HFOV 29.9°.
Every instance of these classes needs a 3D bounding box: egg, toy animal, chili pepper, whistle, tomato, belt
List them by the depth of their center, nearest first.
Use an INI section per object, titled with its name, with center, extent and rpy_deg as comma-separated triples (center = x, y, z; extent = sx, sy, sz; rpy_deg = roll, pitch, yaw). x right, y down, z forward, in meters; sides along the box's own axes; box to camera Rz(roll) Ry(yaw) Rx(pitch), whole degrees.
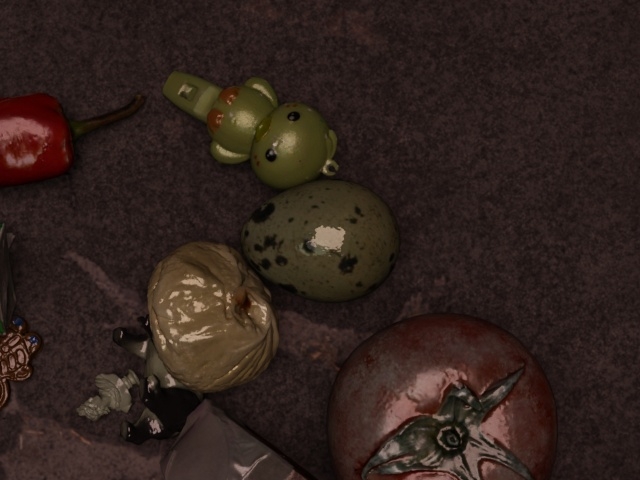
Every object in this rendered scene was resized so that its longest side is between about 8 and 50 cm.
[tomato]
center = 0.163, 0.252, 1.614
extent = 0.317, 0.282, 0.316
rpy_deg = 0, 85, -2
[belt]
center = -0.059, 0.359, 1.624
extent = 0.339, 0.217, 0.122
rpy_deg = 34, 83, 19
[egg]
center = 0.000, 0.000, 1.695
extent = 0.228, 0.177, 0.177
rpy_deg = 3, 82, -6
[toy animal]
center = -0.222, 0.173, 1.706
extent = 0.121, 0.094, 0.225
rpy_deg = 7, 70, -41
[chili pepper]
center = -0.424, -0.146, 1.732
extent = 0.338, 0.131, 0.134
rpy_deg = -4, 92, -4
[whistle]
center = -0.104, -0.169, 1.740
extent = 0.294, 0.141, 0.141
rpy_deg = 28, 83, 3

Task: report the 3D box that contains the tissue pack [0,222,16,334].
[tissue pack]
center = -0.547, 0.041, 1.708
extent = 0.209, 0.156, 0.148
rpy_deg = -1, 118, -3

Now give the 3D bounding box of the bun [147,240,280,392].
[bun]
center = -0.141, 0.098, 1.656
extent = 0.134, 0.220, 0.220
rpy_deg = -19, 82, 34

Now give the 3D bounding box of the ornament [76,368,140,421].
[ornament]
center = -0.304, 0.224, 1.731
extent = 0.068, 0.041, 0.092
rpy_deg = 27, 73, -3

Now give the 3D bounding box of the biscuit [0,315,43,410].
[biscuit]
center = -0.487, 0.184, 1.738
extent = 0.175, 0.026, 0.124
rpy_deg = -44, 86, -6
